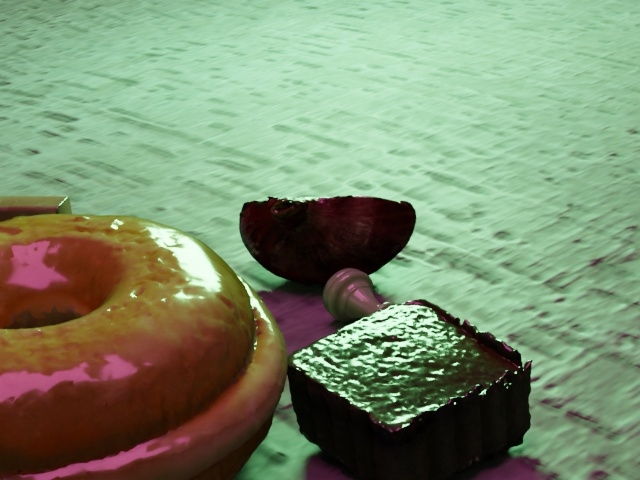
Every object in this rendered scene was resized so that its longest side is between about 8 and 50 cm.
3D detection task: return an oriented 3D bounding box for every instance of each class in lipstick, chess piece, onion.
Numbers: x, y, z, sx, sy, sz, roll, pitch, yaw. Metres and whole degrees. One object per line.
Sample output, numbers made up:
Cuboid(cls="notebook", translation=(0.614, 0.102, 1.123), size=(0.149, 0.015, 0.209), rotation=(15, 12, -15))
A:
Cuboid(cls="lipstick", translation=(-0.397, -0.032, 1.851), size=(0.145, 0.045, 0.045), rotation=(-1, 22, 13))
Cuboid(cls="chess piece", translation=(0.066, 0.083, 1.491), size=(0.059, 0.059, 0.149), rotation=(-20, 35, -30))
Cuboid(cls="onion", translation=(0.000, 0.000, 1.617), size=(0.205, 0.098, 0.151), rotation=(0, -2, 28))

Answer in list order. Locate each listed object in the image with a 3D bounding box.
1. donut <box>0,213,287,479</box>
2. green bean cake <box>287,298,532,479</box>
Cuboid(cls="donut", translation=(-0.237, 0.118, 1.294), size=(0.448, 0.198, 0.449), rotation=(-5, 25, 2))
Cuboid(cls="green bean cake", translation=(0.080, 0.143, 1.294), size=(0.173, 0.094, 0.181), rotation=(-22, 29, -31))
